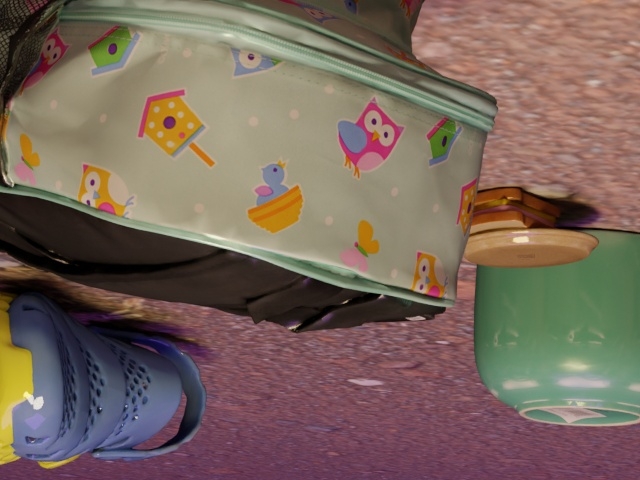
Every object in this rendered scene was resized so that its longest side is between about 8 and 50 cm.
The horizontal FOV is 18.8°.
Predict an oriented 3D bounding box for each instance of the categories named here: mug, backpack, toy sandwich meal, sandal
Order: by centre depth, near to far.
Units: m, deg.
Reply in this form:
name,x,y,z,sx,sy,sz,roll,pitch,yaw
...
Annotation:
name,x,y,z,sx,sy,sz,roll,pitch,yaw
backpack,-0.034,-0.044,0.658,0.166,0.144,0.188,18,-177,-41
toy sandwich meal,0.109,-0.006,1.046,0.086,0.029,0.085,0,168,0
mug,0.168,0.057,1.134,0.158,0.097,0.129,6,166,-6
sandal,-0.164,0.103,1.400,0.138,0.126,0.317,-1,174,4

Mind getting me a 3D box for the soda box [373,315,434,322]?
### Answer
name,x,y,z,sx,sy,sz,roll,pitch,yaw
soda box,0.000,0.000,1.028,0.053,0.060,0.169,-3,165,32
